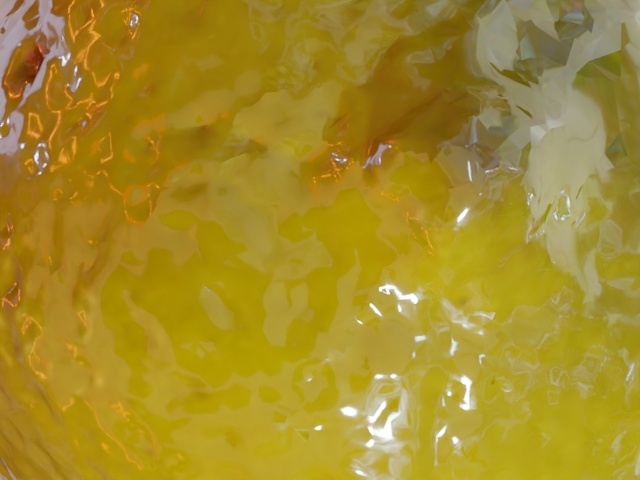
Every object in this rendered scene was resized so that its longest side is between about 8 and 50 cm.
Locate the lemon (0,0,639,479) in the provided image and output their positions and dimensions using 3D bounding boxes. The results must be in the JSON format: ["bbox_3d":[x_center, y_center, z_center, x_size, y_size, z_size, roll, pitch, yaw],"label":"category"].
[{"bbox_3d":[0.004,0.001,0.497,0.253,0.228,0.228,3,101,59],"label":"lemon"}]
